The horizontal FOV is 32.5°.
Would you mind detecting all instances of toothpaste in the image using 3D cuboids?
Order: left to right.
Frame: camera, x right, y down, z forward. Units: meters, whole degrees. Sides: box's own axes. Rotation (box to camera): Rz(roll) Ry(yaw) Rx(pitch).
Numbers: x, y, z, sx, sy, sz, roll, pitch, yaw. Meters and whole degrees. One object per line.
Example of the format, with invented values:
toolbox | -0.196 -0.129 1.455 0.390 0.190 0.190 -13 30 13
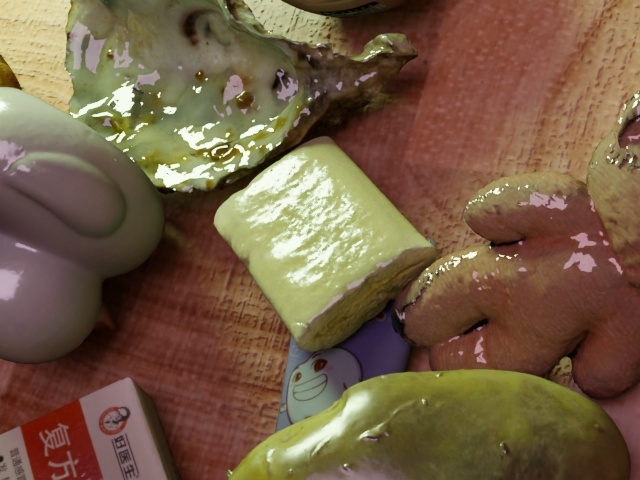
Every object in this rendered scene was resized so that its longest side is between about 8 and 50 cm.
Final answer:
toothpaste | 0.008 0.165 0.899 0.125 0.080 0.371 0 62 27

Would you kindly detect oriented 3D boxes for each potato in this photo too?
potato | 0.079 0.188 0.777 0.296 0.141 0.191 -6 73 -2

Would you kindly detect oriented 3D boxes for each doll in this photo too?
doll | -0.265 -0.005 0.984 0.221 0.251 0.221 -28 37 23
doll | 0.202 0.013 0.851 0.303 0.156 0.201 -28 103 30

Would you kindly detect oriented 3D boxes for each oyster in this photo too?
oyster | -0.110 -0.142 1.054 0.396 0.111 0.204 20 96 27

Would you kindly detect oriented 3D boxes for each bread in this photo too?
bread | 0.001 0.000 0.942 0.139 0.060 0.178 -35 49 -2

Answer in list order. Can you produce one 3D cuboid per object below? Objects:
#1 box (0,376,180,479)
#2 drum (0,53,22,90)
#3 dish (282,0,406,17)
box | -0.192 0.309 0.891 0.214 0.069 0.353 -24 61 -2
drum | -0.530 -0.092 1.115 0.431 0.214 0.431 -9 64 19
dish | 0.037 -0.295 1.045 0.213 0.090 0.213 -9 67 22
